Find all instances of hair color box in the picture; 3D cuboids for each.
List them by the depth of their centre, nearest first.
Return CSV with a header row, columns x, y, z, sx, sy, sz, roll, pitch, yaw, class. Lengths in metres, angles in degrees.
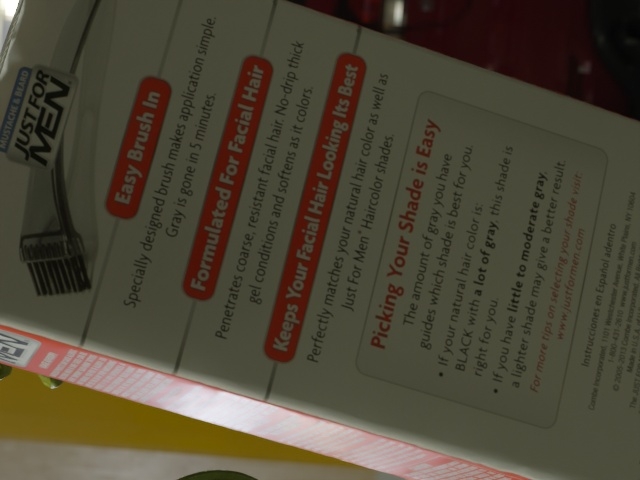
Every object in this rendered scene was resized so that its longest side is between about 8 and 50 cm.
x,y,z,sx,sy,sz,roll,pitch,yaw,class
0.000,0.000,0.406,0.053,0.167,0.093,143,144,-69,hair color box

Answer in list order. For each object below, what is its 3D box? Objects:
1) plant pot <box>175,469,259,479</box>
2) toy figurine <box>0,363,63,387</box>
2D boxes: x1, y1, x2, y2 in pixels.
x,y,z,sx,sy,sz,roll,pitch,yaw,class
-0.039,0.155,0.754,0.079,0.083,0.083,-138,50,-62,plant pot
-0.200,0.068,0.735,0.217,0.362,0.191,45,139,50,toy figurine
